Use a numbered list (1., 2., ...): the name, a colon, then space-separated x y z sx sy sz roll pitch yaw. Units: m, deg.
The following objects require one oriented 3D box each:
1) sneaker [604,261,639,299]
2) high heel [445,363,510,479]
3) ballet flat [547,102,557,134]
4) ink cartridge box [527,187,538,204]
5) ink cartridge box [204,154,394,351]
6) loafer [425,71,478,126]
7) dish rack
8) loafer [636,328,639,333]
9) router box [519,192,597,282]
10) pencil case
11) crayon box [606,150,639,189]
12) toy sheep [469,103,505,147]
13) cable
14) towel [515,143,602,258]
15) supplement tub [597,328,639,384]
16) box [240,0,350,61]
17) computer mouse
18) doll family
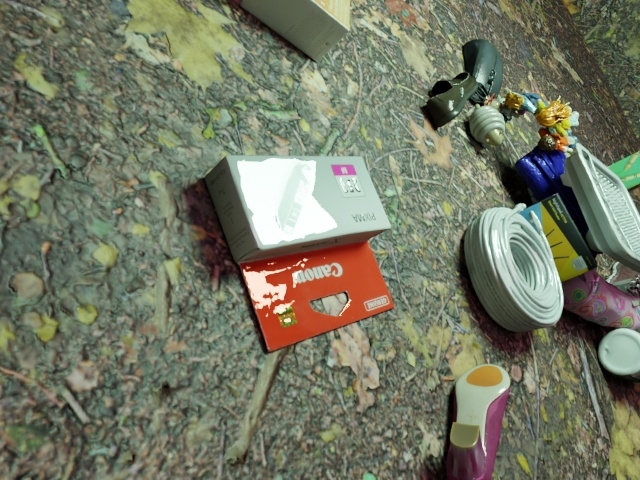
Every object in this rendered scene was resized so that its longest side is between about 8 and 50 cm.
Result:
1. sneaker: 0.909 0.109 1.478 0.106 0.162 0.281 55 41 -4
2. high heel: 0.246 0.289 0.802 0.244 0.082 0.117 -41 126 -61
3. ballet flat: 0.774 -0.372 1.715 0.057 0.049 0.173 1 66 -43
4. ink cartridge box: 0.577 -0.123 1.374 0.028 0.048 0.083 2 66 -42
5. ink cartridge box: 0.000 0.000 0.725 0.275 0.060 0.239 -9 73 -47
6. loafer: 0.302 -0.345 1.210 0.078 0.080 0.220 48 42 -13
7. dish rack: 0.679 -0.057 1.231 0.332 0.072 0.286 16 54 -41
8. loafer: 0.944 0.294 1.454 0.319 0.112 0.111 43 38 -29
9. router box: 0.504 0.004 1.160 0.179 0.133 0.046 62 27 4
10. pencil case: 0.665 0.141 1.252 0.284 0.124 0.124 24 52 -32
11. crayon box: 0.854 -0.173 1.504 0.165 0.278 0.081 -10 74 -47
12. toy sheep: 0.404 -0.281 1.274 0.091 0.091 0.132 12 45 -40
13. cable: 0.386 0.056 1.052 0.257 0.089 0.257 -5 72 -45
14. towel: 0.628 -0.110 1.320 0.227 0.076 0.308 -32 90 -45
15. supplement tub: 0.771 0.288 1.271 0.190 0.117 0.117 22 53 -35
16. box: -0.039 -0.425 0.913 0.170 0.091 0.130 26 51 -32
17. computer mouse: 0.466 -0.464 1.449 0.188 0.072 0.272 26 51 -31
18. doll family: 0.522 -0.319 1.274 0.163 0.118 0.263 -15 50 -41
